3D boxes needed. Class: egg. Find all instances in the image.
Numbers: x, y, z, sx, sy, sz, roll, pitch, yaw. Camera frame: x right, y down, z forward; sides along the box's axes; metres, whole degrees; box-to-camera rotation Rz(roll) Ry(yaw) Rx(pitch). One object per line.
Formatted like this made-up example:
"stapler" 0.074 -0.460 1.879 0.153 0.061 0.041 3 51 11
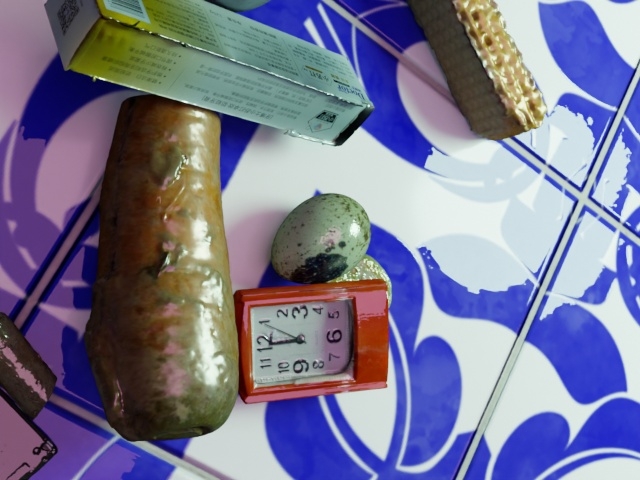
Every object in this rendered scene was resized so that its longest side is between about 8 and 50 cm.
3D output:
"egg" 0.000 0.000 0.826 0.110 0.085 0.085 -36 101 -20

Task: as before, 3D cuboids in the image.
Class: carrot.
"carrot" -0.139 0.028 0.740 0.139 0.139 0.301 8 73 -24

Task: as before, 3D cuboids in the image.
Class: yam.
"yam" -0.267 0.110 0.721 0.043 0.043 0.094 -41 104 -21

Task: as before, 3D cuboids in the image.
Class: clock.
"clock" -0.013 0.096 0.820 0.155 0.061 0.113 -4 102 -16

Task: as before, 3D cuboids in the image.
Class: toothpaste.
"toothpaste" -0.082 -0.161 0.737 0.313 0.071 0.089 9 46 -45

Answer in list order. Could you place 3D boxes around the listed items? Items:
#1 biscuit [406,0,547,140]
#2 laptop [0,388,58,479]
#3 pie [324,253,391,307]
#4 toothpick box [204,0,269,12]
"biscuit" 0.132 -0.282 0.903 0.054 0.094 0.378 -32 99 -17
"laptop" -0.334 0.164 0.703 0.129 0.016 0.180 -44 103 -21
"pie" 0.038 0.052 0.876 0.085 0.017 0.085 1 88 -22
"toothpick box" -0.100 -0.364 0.714 0.355 0.263 0.263 38 72 -19
